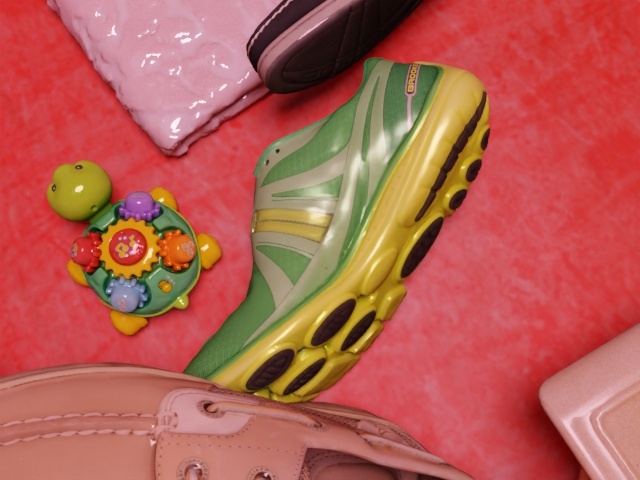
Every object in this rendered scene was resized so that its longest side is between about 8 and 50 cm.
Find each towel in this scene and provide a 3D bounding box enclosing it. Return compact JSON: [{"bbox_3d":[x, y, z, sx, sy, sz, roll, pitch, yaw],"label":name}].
[{"bbox_3d":[-0.089,-0.280,0.567,0.317,0.053,0.331,-36,80,-7],"label":"towel"}]

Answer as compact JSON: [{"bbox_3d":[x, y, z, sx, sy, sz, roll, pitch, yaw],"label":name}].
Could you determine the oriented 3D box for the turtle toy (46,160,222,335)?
[{"bbox_3d":[-0.137,-0.001,0.500,0.095,0.066,0.130,-43,82,-8],"label":"turtle toy"}]

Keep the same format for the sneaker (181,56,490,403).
[{"bbox_3d":[0.000,0.000,0.497,0.124,0.109,0.295,33,82,32],"label":"sneaker"}]

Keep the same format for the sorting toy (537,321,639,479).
[{"bbox_3d":[0.239,0.112,0.360,0.348,0.047,0.196,-31,69,-2],"label":"sorting toy"}]

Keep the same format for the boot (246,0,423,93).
[{"bbox_3d":[-0.001,-0.226,0.488,0.178,0.085,0.236,45,76,8],"label":"boot"}]

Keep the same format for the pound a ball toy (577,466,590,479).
[{"bbox_3d":[0.276,0.140,0.440,0.208,0.136,0.319,22,79,4],"label":"pound a ball toy"}]

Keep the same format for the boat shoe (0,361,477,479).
[{"bbox_3d":[-0.047,0.131,0.359,0.341,0.110,0.121,9,87,-39],"label":"boat shoe"}]
